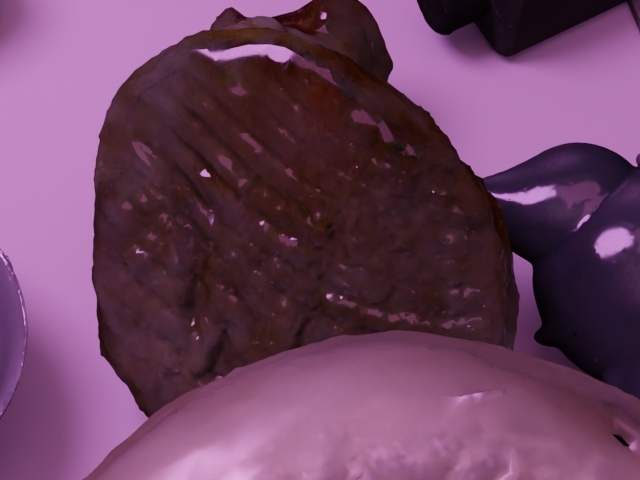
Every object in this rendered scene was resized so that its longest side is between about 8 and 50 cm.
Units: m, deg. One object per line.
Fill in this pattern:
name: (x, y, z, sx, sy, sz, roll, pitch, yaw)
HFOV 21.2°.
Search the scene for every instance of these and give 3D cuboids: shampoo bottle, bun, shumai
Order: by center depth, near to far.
bun: (0.044, 0.212, 0.765, 0.360, 0.211, 0.359, 2, 74, -6)
shumai: (0.000, 0.000, 0.949, 0.222, 0.203, 0.271, -5, 97, 11)
shampoo bottle: (0.173, -0.195, 1.085, 0.246, 0.079, 0.080, -26, 64, -17)

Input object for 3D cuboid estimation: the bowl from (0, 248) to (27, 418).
bowl: (-0.248, 0.070, 0.908, 0.189, 0.086, 0.189, 2, 59, -3)

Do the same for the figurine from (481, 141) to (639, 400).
figurine: (0.239, 0.014, 0.941, 0.265, 0.140, 0.193, -21, 80, 11)
